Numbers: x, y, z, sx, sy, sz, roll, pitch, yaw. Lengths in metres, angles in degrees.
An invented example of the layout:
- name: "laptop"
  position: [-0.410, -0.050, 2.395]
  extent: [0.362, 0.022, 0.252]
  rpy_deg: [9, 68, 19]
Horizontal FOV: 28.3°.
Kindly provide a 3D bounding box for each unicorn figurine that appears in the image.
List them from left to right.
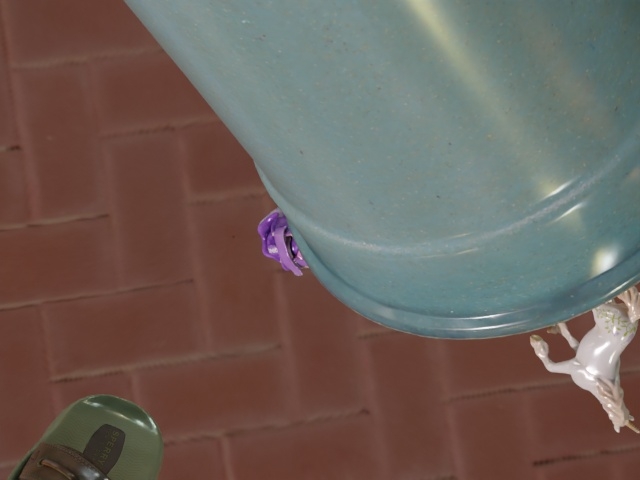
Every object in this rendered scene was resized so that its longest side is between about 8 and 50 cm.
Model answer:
- name: "unicorn figurine"
  position: [0.250, 0.100, 1.150]
  extent: [0.060, 0.162, 0.111]
  rpy_deg: [-25, 50, -32]

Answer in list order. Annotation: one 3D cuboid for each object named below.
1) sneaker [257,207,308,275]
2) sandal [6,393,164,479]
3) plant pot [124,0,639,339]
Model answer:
- name: "sneaker"
  position: [0.000, 0.000, 1.391]
  extent: [0.105, 0.236, 0.095]
  rpy_deg: [-14, 101, -21]
- name: "sandal"
  position: [-0.170, 0.182, 0.905]
  extent: [0.120, 0.303, 0.086]
  rpy_deg: [28, 112, -11]
- name: "plant pot"
  position: [0.046, -0.165, 0.722]
  extent: [0.341, 0.334, 0.341]
  rpy_deg: [-15, 56, 24]
